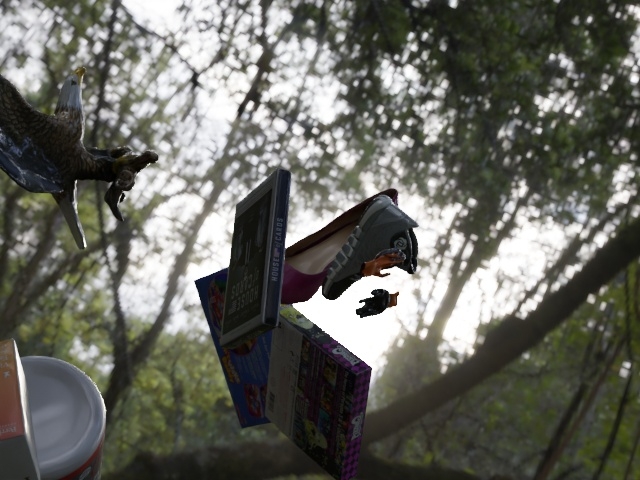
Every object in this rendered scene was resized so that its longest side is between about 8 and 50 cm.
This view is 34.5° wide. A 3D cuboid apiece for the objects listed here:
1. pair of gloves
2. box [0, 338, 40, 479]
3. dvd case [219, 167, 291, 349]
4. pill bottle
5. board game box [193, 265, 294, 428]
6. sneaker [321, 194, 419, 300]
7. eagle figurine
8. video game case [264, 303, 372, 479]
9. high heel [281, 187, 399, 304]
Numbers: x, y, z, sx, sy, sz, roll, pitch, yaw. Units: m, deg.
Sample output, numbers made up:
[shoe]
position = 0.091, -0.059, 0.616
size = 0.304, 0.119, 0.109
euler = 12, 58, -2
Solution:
[pair of gloves]
position = 0.067, 0.049, 1.176
size = 0.010, 0.074, 0.083
euler = 28, -60, 38
[box]
position = -0.417, 0.218, 1.243
size = 0.170, 0.130, 0.091
euler = -119, -159, -49
[dvd case]
position = -0.098, 0.031, 1.554
size = 0.029, 0.238, 0.179
euler = 14, -22, -22
[pill bottle]
position = -0.452, 0.361, 1.626
size = 0.210, 0.210, 0.363
euler = 25, -41, 6
[board game box]
position = -0.135, 0.217, 2.218
size = 0.233, 0.078, 0.347
euler = -22, -95, 52
[sneaker]
position = 0.100, 0.043, 1.846
size = 0.132, 0.086, 0.228
euler = 35, -66, 11
[eagle figurine]
position = -0.389, -0.150, 1.412
size = 0.298, 0.225, 0.226
euler = 19, -43, -21
[video game case]
position = -0.009, 0.252, 1.705
size = 0.210, 0.042, 0.232
euler = 34, -50, 39
[high heel]
position = 0.000, 0.000, 1.964
size = 0.127, 0.377, 0.181
euler = 35, -56, 29
